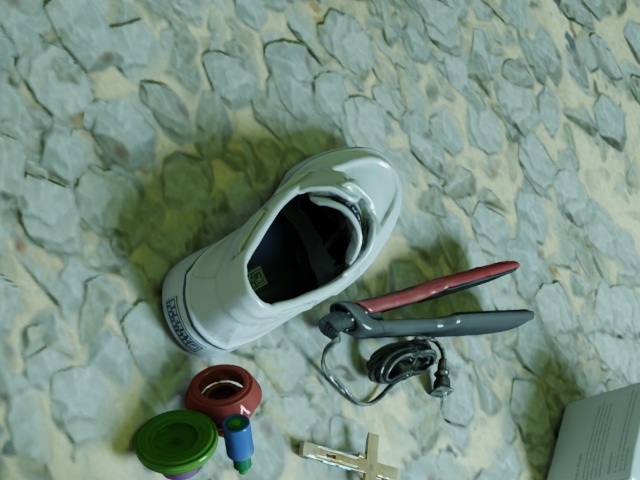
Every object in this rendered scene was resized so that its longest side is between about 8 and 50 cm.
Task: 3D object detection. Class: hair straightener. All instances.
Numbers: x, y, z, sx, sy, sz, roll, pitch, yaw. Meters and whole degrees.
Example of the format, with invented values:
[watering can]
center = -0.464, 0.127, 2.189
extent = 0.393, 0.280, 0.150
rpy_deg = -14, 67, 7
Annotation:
[hair straightener]
center = 0.080, 0.072, 1.246
extent = 0.230, 0.047, 0.089
rpy_deg = -10, 79, -50

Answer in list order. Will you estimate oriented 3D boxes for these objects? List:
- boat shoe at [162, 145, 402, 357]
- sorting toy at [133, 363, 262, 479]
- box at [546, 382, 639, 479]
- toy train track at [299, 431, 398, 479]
[boat shoe]
center = 0.000, 0.000, 1.160
extent = 0.095, 0.084, 0.258
rpy_deg = 58, 40, -10
[sorting toy]
center = -0.068, 0.121, 1.059
extent = 0.102, 0.061, 0.042
rpy_deg = -47, 142, -41
[box]
center = 0.242, 0.184, 1.343
extent = 0.102, 0.087, 0.101
rpy_deg = 47, 43, -25
[toy train track]
center = 0.017, 0.151, 1.165
extent = 0.083, 0.014, 0.048
rpy_deg = 21, 64, -35
